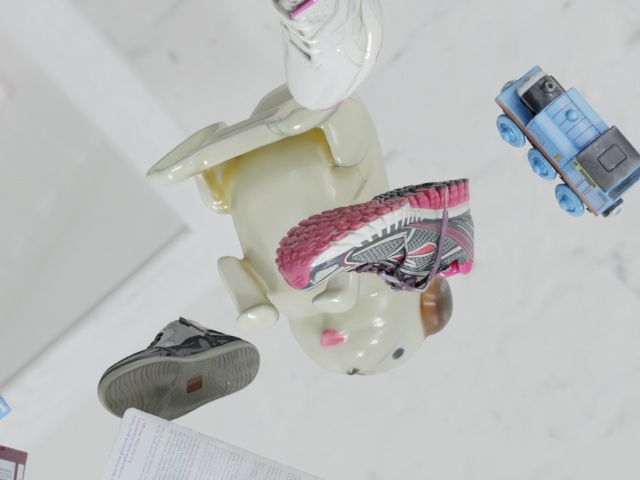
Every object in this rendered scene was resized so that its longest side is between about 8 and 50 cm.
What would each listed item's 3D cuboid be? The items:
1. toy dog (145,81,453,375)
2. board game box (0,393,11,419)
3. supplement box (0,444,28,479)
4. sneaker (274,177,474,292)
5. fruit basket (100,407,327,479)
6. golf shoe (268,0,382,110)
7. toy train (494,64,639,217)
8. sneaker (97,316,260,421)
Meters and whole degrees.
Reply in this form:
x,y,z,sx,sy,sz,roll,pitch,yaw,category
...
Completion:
x,y,z,sx,sy,sz,roll,pitch,yaw,category
0.000,0.000,2.532,0.284,0.408,0.395,-22,-168,18,toy dog
-0.355,0.058,1.594,0.039,0.160,0.211,-40,-142,-4,board game box
-0.401,0.253,1.882,0.188,0.104,0.081,2,166,20,supplement box
0.075,0.009,2.022,0.121,0.112,0.299,-6,-173,44,sneaker
-0.125,0.382,2.000,0.165,0.353,0.327,6,-105,62,fruit basket
-0.008,-0.233,1.737,0.140,0.115,0.306,-33,150,-35,golf shoe
0.262,-0.105,1.968,0.080,0.184,0.105,-37,173,-21,toy train
-0.191,0.153,2.210,0.222,0.118,0.083,-9,112,-41,sneaker
